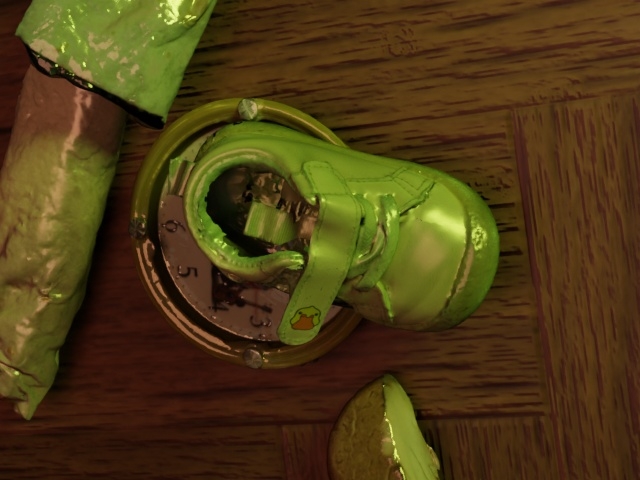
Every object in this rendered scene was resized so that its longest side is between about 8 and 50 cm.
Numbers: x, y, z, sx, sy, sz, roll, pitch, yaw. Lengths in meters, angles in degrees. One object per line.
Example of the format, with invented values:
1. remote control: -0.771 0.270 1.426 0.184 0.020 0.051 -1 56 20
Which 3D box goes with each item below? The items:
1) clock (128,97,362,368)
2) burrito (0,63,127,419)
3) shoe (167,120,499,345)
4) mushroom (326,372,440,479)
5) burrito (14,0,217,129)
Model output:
1. clock: -0.050 -0.008 1.178 0.237 0.057 0.237 4 102 20
2. burrito: -0.249 -0.031 1.262 0.117 0.076 0.392 25 106 26
3. shoe: 0.003 -0.001 1.074 0.262 0.128 0.140 26 121 15
4. mushroom: 0.064 0.220 1.152 0.094 0.072 0.210 -23 88 36
5. burrito: -0.145 -0.222 1.155 0.144 0.089 0.229 28 90 -13
